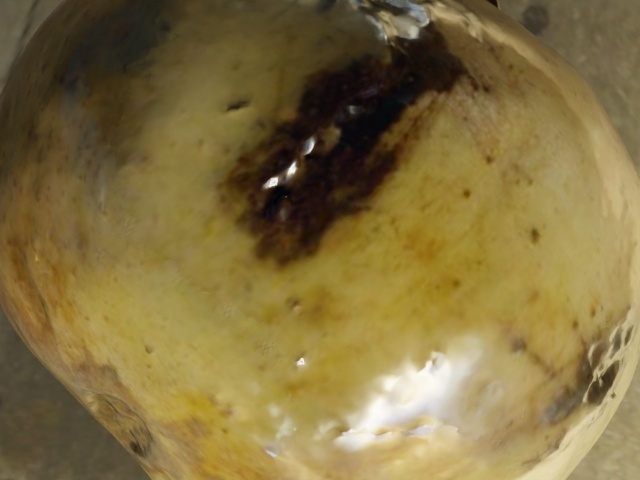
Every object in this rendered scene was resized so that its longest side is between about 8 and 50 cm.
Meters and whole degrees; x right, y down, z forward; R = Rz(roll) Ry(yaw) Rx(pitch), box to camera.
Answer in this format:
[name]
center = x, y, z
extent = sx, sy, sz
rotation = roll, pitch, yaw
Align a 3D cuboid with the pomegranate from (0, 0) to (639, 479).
[pomegranate]
center = 0.000, 0.000, 0.684
extent = 0.322, 0.322, 0.322
rotation = -7, 75, 26
